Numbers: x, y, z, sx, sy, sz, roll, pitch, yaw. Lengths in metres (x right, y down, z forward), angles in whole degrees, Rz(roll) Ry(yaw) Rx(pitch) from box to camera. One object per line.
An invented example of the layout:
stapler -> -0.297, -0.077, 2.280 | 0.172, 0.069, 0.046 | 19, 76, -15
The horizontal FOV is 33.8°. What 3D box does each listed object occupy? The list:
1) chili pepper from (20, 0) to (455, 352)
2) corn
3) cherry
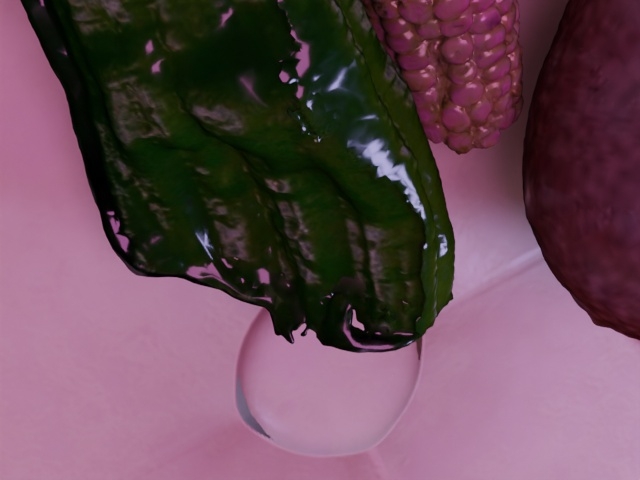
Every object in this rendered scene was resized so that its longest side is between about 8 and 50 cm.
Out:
chili pepper -> -0.048, -0.098, 0.646 | 0.384, 0.213, 0.167 | 61, 42, -29
corn -> 0.061, -0.210, 0.646 | 0.127, 0.126, 0.335 | -28, 126, -6
cherry -> 0.302, -0.077, 0.671 | 0.327, 0.291, 0.334 | 22, 99, 22
